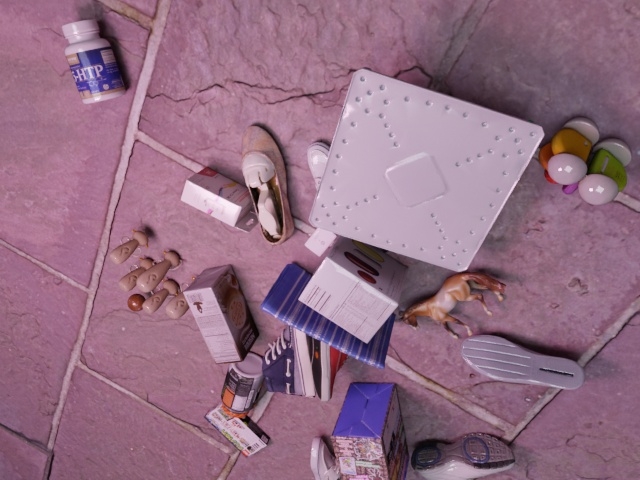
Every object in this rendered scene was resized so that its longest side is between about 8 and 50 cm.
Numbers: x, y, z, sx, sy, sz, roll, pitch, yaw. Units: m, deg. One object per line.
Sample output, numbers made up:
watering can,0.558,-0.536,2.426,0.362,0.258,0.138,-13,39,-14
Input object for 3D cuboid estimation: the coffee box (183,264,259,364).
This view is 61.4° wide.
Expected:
coffee box,-0.281,0.214,1.555,0.098,0.141,0.247,-11,112,21

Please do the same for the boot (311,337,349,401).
boot,0.067,0.321,1.486,0.176,0.088,0.244,-4,104,-24

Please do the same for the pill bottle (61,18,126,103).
pill bottle,-0.571,-0.446,1.348,0.112,0.112,0.187,-6,112,19

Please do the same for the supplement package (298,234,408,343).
supplement package,0.088,0.107,1.358,0.203,0.194,0.149,33,119,0

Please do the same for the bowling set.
bowling set,-0.500,0.114,1.594,0.287,0.154,0.200,49,137,-10

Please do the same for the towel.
towel,0.030,0.184,1.386,0.336,0.243,0.040,26,116,3

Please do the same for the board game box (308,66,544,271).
board game box,0.207,-0.139,1.166,0.389,0.050,0.390,17,127,-2

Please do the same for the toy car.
toy car,0.547,-0.153,1.138,0.182,0.159,0.136,33,154,0

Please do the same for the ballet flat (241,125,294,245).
ballet flat,-0.137,-0.130,1.366,0.107,0.106,0.316,-9,111,21

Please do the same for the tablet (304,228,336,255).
tablet,0.000,0.000,1.443,0.054,0.006,0.083,38,120,-3

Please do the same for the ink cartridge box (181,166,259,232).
ink cartridge box,-0.245,-0.107,1.406,0.198,0.115,0.067,27,119,2

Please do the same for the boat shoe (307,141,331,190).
boat shoe,0.032,-0.135,1.329,0.083,0.076,0.226,-24,105,25

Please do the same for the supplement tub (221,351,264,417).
supplement tub,-0.241,0.449,1.666,0.117,0.117,0.190,23,119,6

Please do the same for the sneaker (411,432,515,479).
sneaker,0.422,0.648,1.579,0.297,0.111,0.129,-15,125,27

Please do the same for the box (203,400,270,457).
box,-0.280,0.628,1.808,0.114,0.036,0.207,-39,99,28

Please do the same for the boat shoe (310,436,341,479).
boat shoe,0.027,0.738,1.733,0.088,0.096,0.268,-2,115,14

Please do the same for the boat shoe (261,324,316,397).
boat shoe,-0.099,0.311,1.548,0.158,0.127,0.341,-1,115,9

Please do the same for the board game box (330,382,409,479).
board game box,0.152,0.596,1.548,0.141,0.232,0.291,-4,113,20

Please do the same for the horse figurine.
horse figurine,0.348,0.160,1.378,0.174,0.066,0.263,34,122,-8

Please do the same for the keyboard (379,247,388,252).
keyboard,0.212,-0.027,1.341,0.108,0.023,0.180,37,129,-27

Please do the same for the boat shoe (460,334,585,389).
boat shoe,0.511,0.324,1.385,0.302,0.094,0.109,14,73,18
